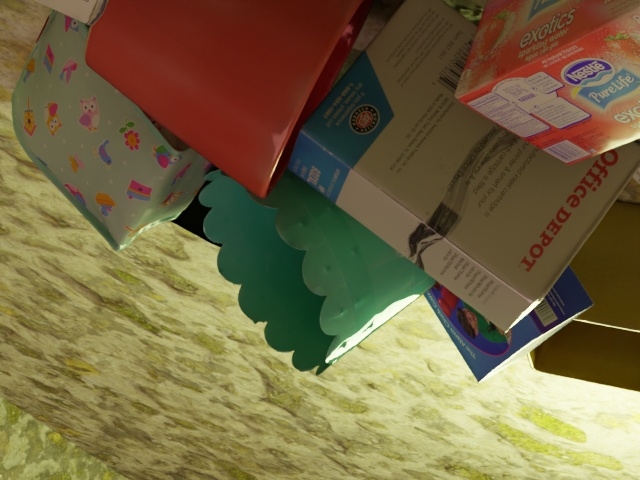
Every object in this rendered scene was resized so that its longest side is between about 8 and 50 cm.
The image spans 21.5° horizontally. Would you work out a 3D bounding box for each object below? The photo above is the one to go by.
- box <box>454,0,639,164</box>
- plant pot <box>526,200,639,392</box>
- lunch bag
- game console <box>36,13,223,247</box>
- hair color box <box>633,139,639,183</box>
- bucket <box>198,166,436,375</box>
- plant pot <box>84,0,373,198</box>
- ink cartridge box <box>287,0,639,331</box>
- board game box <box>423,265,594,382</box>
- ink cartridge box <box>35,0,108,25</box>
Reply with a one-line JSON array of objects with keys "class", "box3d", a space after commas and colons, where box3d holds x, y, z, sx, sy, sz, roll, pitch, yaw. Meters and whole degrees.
[{"class": "box", "box3d": [0.281, -0.196, 1.598, 0.154, 0.142, 0.300, 27, 157, -20]}, {"class": "plant pot", "box3d": [0.383, 0.065, 2.162, 0.212, 0.187, 0.212, 10, 156, 20]}, {"class": "lunch bag", "box3d": [-0.244, -0.159, 2.004, 0.262, 0.160, 0.223, 49, 136, 11]}, {"class": "game console", "box3d": [-0.232, -0.143, 2.265, 0.342, 0.060, 0.386, 28, 158, -1]}, {"class": "hair color box", "box3d": [0.437, -0.093, 1.925, 0.167, 0.053, 0.093, -7, 148, 44]}, {"class": "bucket", "box3d": [0.000, 0.000, 2.030, 0.281, 0.183, 0.281, 47, 155, 31]}, {"class": "plant pot", "box3d": [-0.102, -0.219, 1.817, 0.243, 0.275, 0.275, 29, 158, 2]}, {"class": "ink cartridge box", "box3d": [0.155, -0.086, 1.822, 0.307, 0.223, 0.129, 37, 160, 5]}, {"class": "board game box", "box3d": [0.161, -0.022, 2.005, 0.347, 0.078, 0.233, 59, 159, 9]}, {"class": "ink cartridge box", "box3d": [-0.249, -0.343, 1.651, 0.159, 0.217, 0.092, 23, 158, -11]}]
